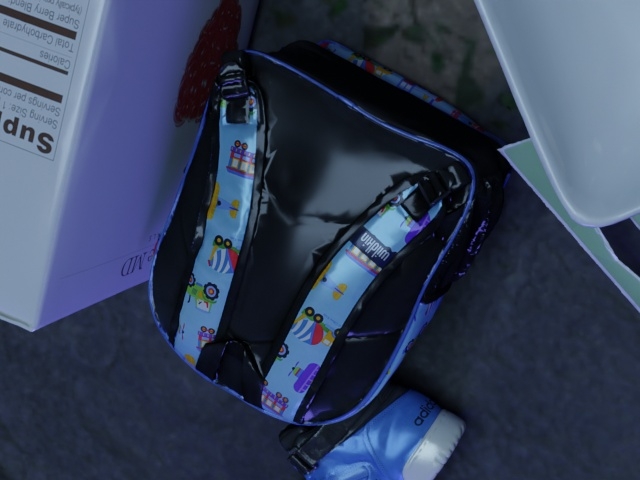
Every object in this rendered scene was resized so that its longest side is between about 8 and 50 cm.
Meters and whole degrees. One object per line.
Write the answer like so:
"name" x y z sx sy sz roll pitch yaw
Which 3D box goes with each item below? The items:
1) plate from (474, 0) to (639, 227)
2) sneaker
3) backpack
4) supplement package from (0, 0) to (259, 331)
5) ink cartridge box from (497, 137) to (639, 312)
"plate" 0.162 -0.182 0.589 0.277 0.045 0.278 -24 98 10
"sneaker" 0.007 0.140 0.919 0.084 0.058 0.152 33 107 6
"backpack" 0.000 0.000 0.861 0.158 0.117 0.173 28 110 14
"supplement package" -0.142 -0.132 0.856 0.175 0.177 0.293 22 109 18
"ink cartridge box" 0.214 -0.022 0.749 0.171 0.056 0.235 47 154 -16
